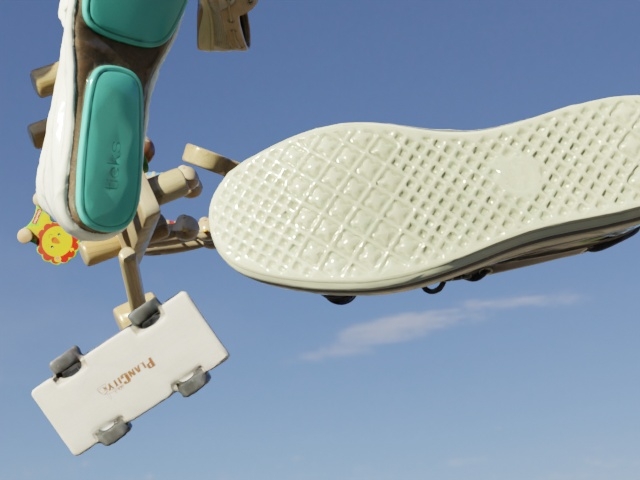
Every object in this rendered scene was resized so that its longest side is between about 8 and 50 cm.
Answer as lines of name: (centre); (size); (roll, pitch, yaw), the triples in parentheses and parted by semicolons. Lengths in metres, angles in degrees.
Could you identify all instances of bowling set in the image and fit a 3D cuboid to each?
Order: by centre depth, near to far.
bowling set: (-0.243, -0.079, 1.837); (0.154, 0.200, 0.287); (-4, -1, -3)

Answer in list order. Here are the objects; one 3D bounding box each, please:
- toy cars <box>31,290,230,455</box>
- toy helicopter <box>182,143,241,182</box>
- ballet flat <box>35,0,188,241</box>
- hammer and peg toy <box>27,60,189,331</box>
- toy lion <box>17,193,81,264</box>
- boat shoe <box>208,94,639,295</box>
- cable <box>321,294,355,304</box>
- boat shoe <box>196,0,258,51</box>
toy cars: (-0.212, 0.225, 1.142); (0.176, 0.394, 0.087); (16, 7, 1)
toy helicopter: (-0.118, -0.119, 2.144); (0.355, 0.140, 0.235); (20, 4, -40)
ballet flat: (-0.232, -0.200, 1.202); (0.139, 0.400, 0.139); (11, -2, 0)
hammer and peg toy: (-0.256, -0.062, 1.464); (0.127, 0.361, 0.266); (-22, -10, -20)
toy lion: (-0.413, -0.016, 1.760); (0.096, 0.100, 0.034); (23, 4, -6)
boat shoe: (0.135, -0.036, 1.185); (0.499, 0.187, 0.156); (-10, -17, 1)
cable: (0.000, 0.000, 1.530); (0.047, 0.185, 0.150); (-30, -17, 31)
boat shoe: (-0.144, -0.404, 1.785); (0.098, 0.109, 0.302); (7, -30, -2)
